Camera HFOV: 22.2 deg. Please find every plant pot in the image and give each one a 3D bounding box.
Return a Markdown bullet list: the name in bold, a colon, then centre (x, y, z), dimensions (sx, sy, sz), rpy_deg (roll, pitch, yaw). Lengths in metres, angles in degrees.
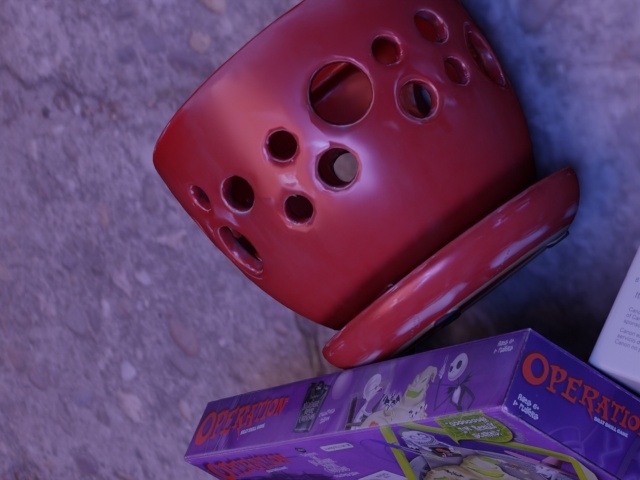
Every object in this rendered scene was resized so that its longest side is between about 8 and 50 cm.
- **plant pot**: centre (0.029, -0.033, 0.896), dimensions (0.174, 0.191, 0.191), rpy_deg (55, 137, 6)

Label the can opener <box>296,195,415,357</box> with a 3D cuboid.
- **can opener**: centre (0.000, 0.000, 1.036), dimensions (0.186, 0.059, 0.073), rpy_deg (54, 137, 12)

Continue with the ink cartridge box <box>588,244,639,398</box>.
- **ink cartridge box**: centre (0.221, 0.007, 0.739), dimensions (0.127, 0.072, 0.175), rpy_deg (19, 79, 39)

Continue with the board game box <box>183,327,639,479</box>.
- **board game box**: centre (0.085, 0.136, 0.892), dimensions (0.208, 0.056, 0.347), rpy_deg (28, 158, -22)

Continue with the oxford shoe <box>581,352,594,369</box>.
- **oxford shoe**: centre (0.192, 0.103, 0.867), dimensions (0.271, 0.097, 0.098), rpy_deg (-21, 99, 48)
